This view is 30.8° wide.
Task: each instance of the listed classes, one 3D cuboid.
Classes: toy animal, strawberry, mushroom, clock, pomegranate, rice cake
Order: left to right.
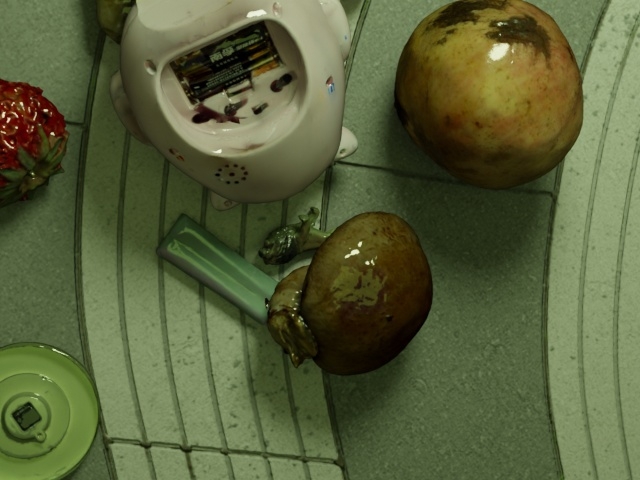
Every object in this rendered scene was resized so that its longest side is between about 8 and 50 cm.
[{"bbox_3d":[-0.512,-0.172,1.747,0.244,0.205,0.205,43,86,9],"label":"strawberry"},{"bbox_3d":[-0.469,0.280,1.856,0.235,0.029,0.235,-1,95,-11],"label":"clock"},{"bbox_3d":[-0.156,0.051,1.890,0.221,0.042,0.080,36,86,-12],"label":"rice cake"},{"bbox_3d":[-0.113,-0.219,1.732,0.368,0.250,0.377,-24,127,3],"label":"clock"},{"bbox_3d":[0.002,-0.016,1.904,0.219,0.069,0.086,-9,114,-6],"label":"toy animal"},{"bbox_3d":[0.053,0.100,1.840,0.283,0.263,0.195,-27,55,-1],"label":"mushroom"},{"bbox_3d":[0.263,-0.230,1.805,0.322,0.322,0.322,-1,95,-10],"label":"pomegranate"}]

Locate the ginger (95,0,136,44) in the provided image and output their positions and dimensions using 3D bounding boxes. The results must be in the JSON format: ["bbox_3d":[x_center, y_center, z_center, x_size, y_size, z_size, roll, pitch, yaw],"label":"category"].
[{"bbox_3d":[-0.281,-0.432,1.796,0.116,0.109,0.263,18,91,17],"label":"ginger"}]
